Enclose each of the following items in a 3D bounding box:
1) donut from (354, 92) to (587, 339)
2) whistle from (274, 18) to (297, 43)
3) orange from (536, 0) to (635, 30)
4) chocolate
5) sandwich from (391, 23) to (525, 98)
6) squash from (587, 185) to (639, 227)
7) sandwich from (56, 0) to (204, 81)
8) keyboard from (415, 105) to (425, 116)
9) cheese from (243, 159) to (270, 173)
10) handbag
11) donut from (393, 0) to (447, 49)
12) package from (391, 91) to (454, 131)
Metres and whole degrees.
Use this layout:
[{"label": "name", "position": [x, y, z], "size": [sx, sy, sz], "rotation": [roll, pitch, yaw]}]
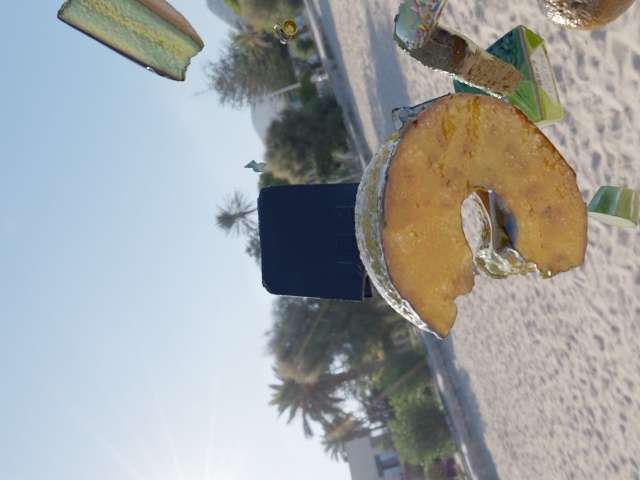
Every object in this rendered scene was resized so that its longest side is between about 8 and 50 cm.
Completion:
[{"label": "donut", "position": [0.250, -0.057, 0.907], "size": [0.163, 0.435, 0.377], "rotation": [-2, 99, 65]}, {"label": "whistle", "position": [-0.112, -0.625, 1.544], "size": [0.109, 0.057, 0.046], "rotation": [-176, 101, -70]}, {"label": "orange", "position": [0.839, -0.838, 1.587], "size": [0.322, 0.357, 0.322], "rotation": [31, 163, 11]}, {"label": "chocolate", "position": [0.556, -0.430, 1.542], "size": [0.301, 0.137, 0.288], "rotation": [152, 111, -63]}, {"label": "sandwich", "position": [0.289, -0.396, 1.102], "size": [0.251, 0.087, 0.226], "rotation": [0, -138, -46]}, {"label": "squash", "position": [1.002, -0.118, 1.756], "size": [0.170, 0.170, 0.122], "rotation": [-29, -49, -84]}, {"label": "sandwich", "position": [-0.330, -0.389, 0.941], "size": [0.236, 0.122, 0.128], "rotation": [31, -158, -13]}, {"label": "keyboard", "position": [0.303, -0.261, 1.375], "size": [0.198, 0.010, 0.063], "rotation": [55, -128, -29]}, {"label": "cheese", "position": [-0.249, -0.295, 2.060], "size": [0.121, 0.067, 0.026], "rotation": [21, 141, 36]}, {"label": "handbag", "position": [0.000, 0.000, 1.363], "size": [0.122, 0.329, 0.303], "rotation": [-11, -80, -61]}, {"label": "donut", "position": [0.184, -0.417, 0.889], "size": [0.068, 0.174, 0.174], "rotation": [28, -177, 5]}, {"label": "package", "position": [0.324, -0.342, 1.548], "size": [0.040, 0.232, 0.166], "rotation": [-36, -67, -47]}]
